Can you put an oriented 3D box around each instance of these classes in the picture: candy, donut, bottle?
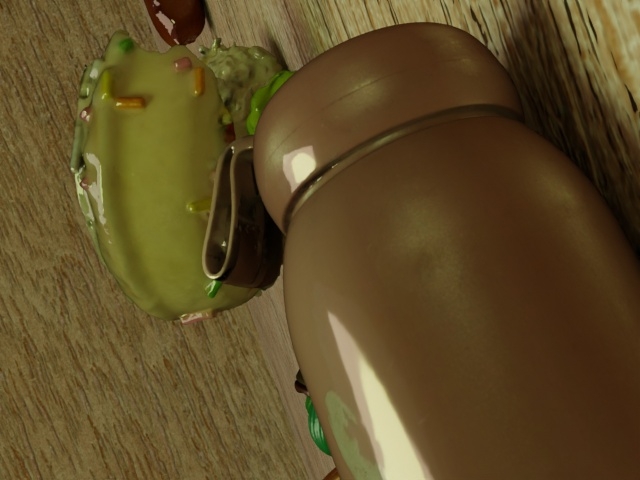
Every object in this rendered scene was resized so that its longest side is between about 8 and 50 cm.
[{"bbox_3d":[-0.020,-0.098,0.998,0.209,0.096,0.097,84,165,-80],"label":"candy"},{"bbox_3d":[-0.125,-0.066,1.084,0.371,0.150,0.308,-32,-57,-73],"label":"donut"},{"bbox_3d":[0.057,0.048,0.489,0.173,0.206,0.297,11,-128,-57],"label":"bottle"}]

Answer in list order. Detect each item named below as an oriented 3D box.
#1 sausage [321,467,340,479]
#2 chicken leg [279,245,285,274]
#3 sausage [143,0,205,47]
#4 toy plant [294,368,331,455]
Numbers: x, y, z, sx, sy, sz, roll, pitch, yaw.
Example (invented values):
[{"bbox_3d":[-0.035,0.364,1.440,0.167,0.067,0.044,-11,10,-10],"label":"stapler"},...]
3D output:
[{"bbox_3d":[0.068,0.363,1.249,0.141,0.153,0.268,48,163,31],"label":"sausage"},{"bbox_3d":[-0.093,-0.015,1.470,0.201,0.152,0.429,61,177,9],"label":"chicken leg"},{"bbox_3d":[-0.273,-0.485,1.675,0.097,0.094,0.349,-18,90,68],"label":"sausage"},{"bbox_3d":[0.018,0.207,1.322,0.143,0.105,0.201,-166,75,-67],"label":"toy plant"}]
